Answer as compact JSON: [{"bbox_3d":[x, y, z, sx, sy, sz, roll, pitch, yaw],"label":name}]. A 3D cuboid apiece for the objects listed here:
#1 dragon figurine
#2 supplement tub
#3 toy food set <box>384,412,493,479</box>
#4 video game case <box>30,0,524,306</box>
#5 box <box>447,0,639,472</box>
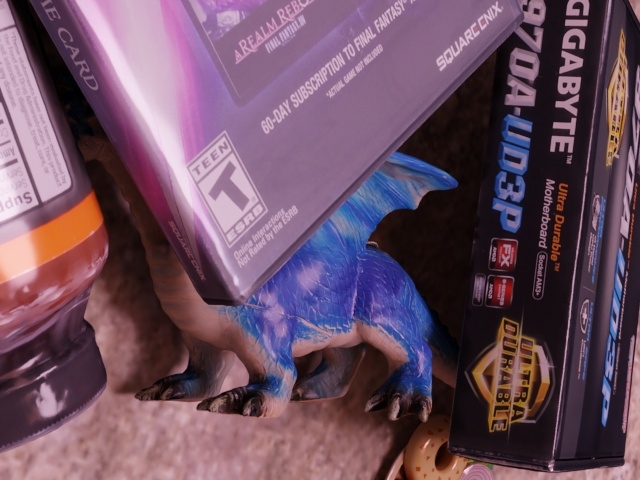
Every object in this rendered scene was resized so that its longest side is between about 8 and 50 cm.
[{"bbox_3d":[0.000,0.000,0.534,0.289,0.085,0.144,8,86,-39],"label":"dragon figurine"},{"bbox_3d":[-0.133,-0.031,0.407,0.106,0.106,0.198,-29,110,-37],"label":"supplement tub"},{"bbox_3d":[0.061,0.134,0.632,0.082,0.020,0.083,42,64,-33],"label":"toy food set"},{"bbox_3d":[-0.034,-0.145,0.421,0.196,0.026,0.274,-46,121,-35],"label":"video game case"},{"bbox_3d":[0.122,0.000,0.619,0.175,0.051,0.220,22,74,-66],"label":"box"}]
